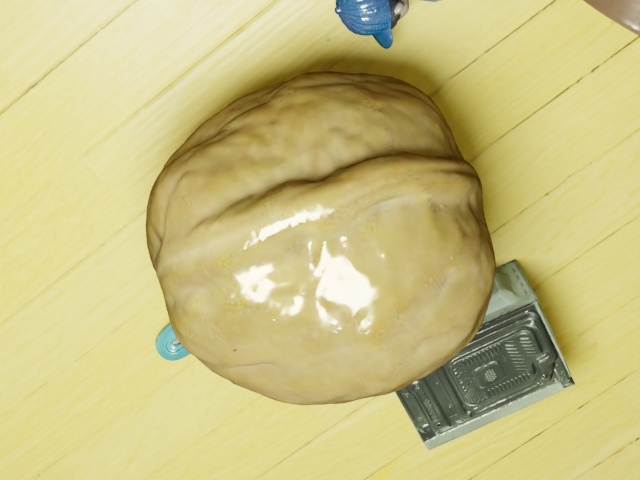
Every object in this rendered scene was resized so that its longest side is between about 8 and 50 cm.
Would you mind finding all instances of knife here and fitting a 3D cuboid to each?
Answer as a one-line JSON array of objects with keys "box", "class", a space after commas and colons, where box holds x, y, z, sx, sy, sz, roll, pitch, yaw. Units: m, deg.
[{"box": [-0.117, 0.086, 1.311, 0.222, 0.031, 0.064, -34, 113, 11], "class": "knife"}]

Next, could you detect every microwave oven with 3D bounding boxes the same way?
[{"box": [0.191, 0.145, 1.316, 0.208, 0.122, 0.162, -26, 115, 7], "class": "microwave oven"}]

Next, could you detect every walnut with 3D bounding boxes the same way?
[{"box": [0.000, 0.000, 1.119, 0.381, 0.381, 0.381, -2, 115, -4], "class": "walnut"}]

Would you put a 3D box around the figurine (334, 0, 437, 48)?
[{"box": [0.089, -0.278, 1.138, 0.149, 0.087, 0.086, -33, 76, 10], "class": "figurine"}]

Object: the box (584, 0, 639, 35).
[{"box": [0.379, -0.317, 1.036, 0.301, 0.301, 0.216, 21, 120, -14], "class": "box"}]
